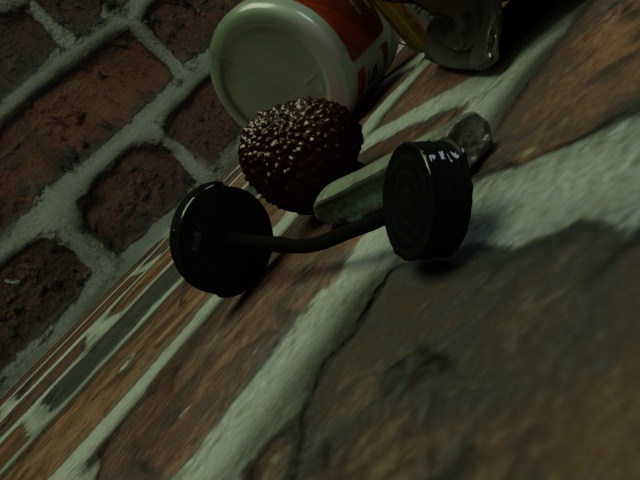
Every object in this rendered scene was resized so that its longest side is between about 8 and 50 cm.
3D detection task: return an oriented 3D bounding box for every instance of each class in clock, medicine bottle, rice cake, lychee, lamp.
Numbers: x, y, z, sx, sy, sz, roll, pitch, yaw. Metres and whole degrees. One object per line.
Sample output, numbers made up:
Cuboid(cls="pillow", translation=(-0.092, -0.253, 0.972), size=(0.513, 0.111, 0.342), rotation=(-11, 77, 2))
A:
Cuboid(cls="clock", translation=(0.138, -0.385, 0.934), size=(0.143, 0.202, 0.096), rotation=(-44, 13, 2))
Cuboid(cls="medicine bottle", translation=(-0.023, -0.311, 1.075), size=(0.252, 0.252, 0.241), rotation=(-30, 20, 46))
Cuboid(cls="rice cake", translation=(0.053, -0.050, 0.513), size=(0.047, 0.036, 0.206), rotation=(-37, 8, -31))
Cuboid(cls="lychee", translation=(-0.018, -0.086, 0.653), size=(0.123, 0.129, 0.123), rotation=(-20, 64, 46))
Cuboid(cls="lamp", translation=(-0.036, -0.001, 0.484), size=(0.371, 0.108, 0.130), rotation=(-172, 83, -68))

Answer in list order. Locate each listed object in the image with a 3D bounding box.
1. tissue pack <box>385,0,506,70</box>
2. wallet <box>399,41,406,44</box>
Cuboid(cls="tissue pack", translation=(0.157, -0.294, 0.679), size=(0.238, 0.238, 0.305), rotation=(-41, 13, 10))
Cuboid(cls="wallet", translation=(0.198, -0.518, 1.083), size=(0.068, 0.336, 0.275), rotation=(-6, 9, -20))
